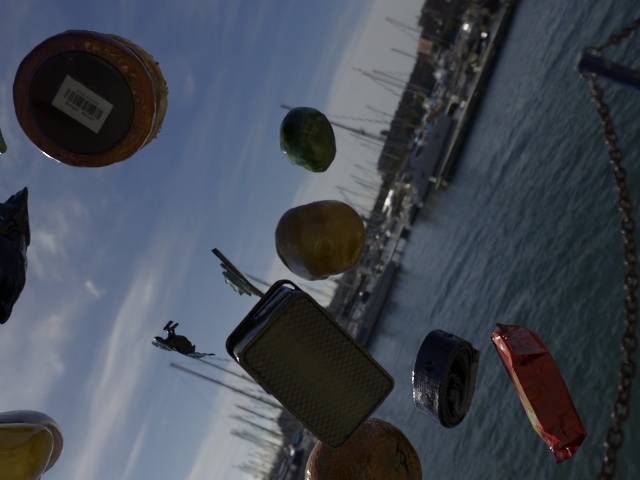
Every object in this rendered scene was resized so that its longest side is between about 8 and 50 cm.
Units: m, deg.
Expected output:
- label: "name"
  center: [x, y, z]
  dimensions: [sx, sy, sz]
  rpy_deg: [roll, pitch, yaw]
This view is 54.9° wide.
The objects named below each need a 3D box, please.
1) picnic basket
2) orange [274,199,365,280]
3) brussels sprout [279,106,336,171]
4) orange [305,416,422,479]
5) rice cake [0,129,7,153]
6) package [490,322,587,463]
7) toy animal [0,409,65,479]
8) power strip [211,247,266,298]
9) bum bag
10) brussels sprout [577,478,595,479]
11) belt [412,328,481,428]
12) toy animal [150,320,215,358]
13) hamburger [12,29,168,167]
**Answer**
- label: "picnic basket"
  center: [-0.022, 0.208, 1.054]
  dimensions: [0.165, 0.266, 0.139]
  rpy_deg: [-46, 12, -11]
- label: "orange"
  center: [0.000, 0.000, 1.846]
  dimensions: [0.279, 0.279, 0.235]
  rpy_deg: [21, -120, -86]
- label: "brussels sprout"
  center: [-0.031, -0.249, 1.516]
  dimensions: [0.143, 0.161, 0.181]
  rpy_deg: [-53, 22, -2]
- label: "orange"
  center: [0.100, 0.534, 1.403]
  dimensions: [0.274, 0.274, 0.274]
  rpy_deg: [22, -90, -86]
- label: "rice cake"
  center: [-0.638, -0.215, 1.211]
  dimensions: [0.022, 0.121, 0.022]
  rpy_deg: [-33, -34, -1]
- label: "package"
  center: [0.632, 0.432, 1.775]
  dimensions: [0.123, 0.423, 0.196]
  rpy_deg: [-26, 17, 7]
- label: "toy animal"
  center: [-0.506, 0.390, 0.877]
  dimensions: [0.345, 0.278, 0.246]
  rpy_deg: [156, 101, -68]
- label: "power strip"
  center: [-0.266, 0.131, 1.996]
  dimensions: [0.064, 0.198, 0.213]
  rpy_deg: [-48, -26, -6]
- label: "bum bag"
  center: [-0.599, 0.022, 1.182]
  dimensions: [0.137, 0.074, 0.310]
  rpy_deg: [-40, 52, 29]
- label: "brussels sprout"
  center: [0.556, 0.511, 1.246]
  dimensions: [0.085, 0.085, 0.058]
  rpy_deg: [-55, -43, -74]
- label: "belt"
  center: [0.301, 0.338, 1.528]
  dimensions: [0.140, 0.126, 0.230]
  rpy_deg: [-6, -76, -37]
- label: "toy animal"
  center: [-0.331, 0.238, 1.424]
  dimensions: [0.062, 0.220, 0.108]
  rpy_deg: [-55, -48, -32]
- label: "hamburger"
  center: [-0.535, -0.337, 1.467]
  dimensions: [0.250, 0.330, 0.329]
  rpy_deg: [-91, 21, -72]
